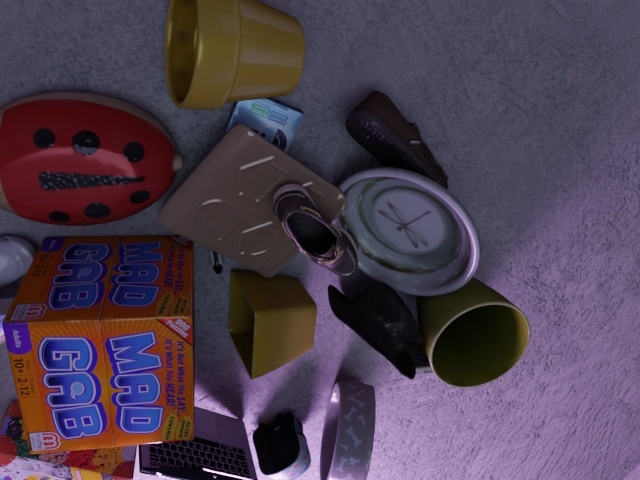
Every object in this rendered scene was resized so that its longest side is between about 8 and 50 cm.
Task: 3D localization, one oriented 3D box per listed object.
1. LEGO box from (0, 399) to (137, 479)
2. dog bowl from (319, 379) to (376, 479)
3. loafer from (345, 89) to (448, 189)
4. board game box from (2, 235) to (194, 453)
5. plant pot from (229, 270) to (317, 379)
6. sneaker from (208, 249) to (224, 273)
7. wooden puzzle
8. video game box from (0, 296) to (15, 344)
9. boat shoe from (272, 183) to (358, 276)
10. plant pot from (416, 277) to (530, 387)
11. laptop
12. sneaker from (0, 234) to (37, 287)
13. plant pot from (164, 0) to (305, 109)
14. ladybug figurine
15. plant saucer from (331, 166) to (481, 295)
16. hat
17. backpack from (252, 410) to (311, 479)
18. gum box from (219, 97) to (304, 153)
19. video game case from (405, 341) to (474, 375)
[{"bbox_3d":[-0.810,0.749,1.612,0.372,0.193,0.500,23,111,-23],"label":"LEGO box"},{"bbox_3d":[0.074,0.584,1.655,0.102,0.349,0.349,12,115,-4],"label":"dog bowl"},{"bbox_3d":[0.214,-0.230,1.349,0.366,0.133,0.130,40,67,-40],"label":"loafer"},{"bbox_3d":[-0.481,0.226,1.309,0.356,0.357,0.356,-1,118,-13],"label":"board game box"},{"bbox_3d":[-0.124,0.209,1.481,0.187,0.212,0.212,-7,120,-23],"label":"plant pot"},{"bbox_3d":[-0.270,0.039,1.439,0.040,0.044,0.109,-12,118,-4],"label":"sneaker"},{"bbox_3d":[-0.160,-0.089,1.341,0.347,0.081,0.322,32,115,-34],"label":"wooden puzzle"},{"bbox_3d":[-0.786,0.203,1.324,0.187,0.205,0.048,-33,84,8],"label":"video game box"},{"bbox_3d":[0.000,0.000,1.339,0.116,0.097,0.324,-30,130,12],"label":"boat shoe"},{"bbox_3d":[0.379,0.201,1.532,0.274,0.293,0.275,-6,120,-10],"label":"plant pot"},{"bbox_3d":[-0.253,0.533,1.467,0.382,0.408,0.236,31,108,-35],"label":"laptop"},{"bbox_3d":[-0.839,0.117,1.252,0.365,0.210,0.137,-18,120,-3],"label":"sneaker"},{"bbox_3d":[-0.170,-0.389,1.126,0.238,0.254,0.254,-1,119,-28],"label":"plant pot"},{"bbox_3d":[-0.529,-0.161,1.201,0.449,0.162,0.305,-6,119,-10],"label":"ladybug figurine"},{"bbox_3d":[0.219,-0.035,1.402,0.400,0.100,0.401,21,139,19],"label":"plant saucer"},{"bbox_3d":[0.173,0.203,1.475,0.331,0.331,0.134,38,102,-27],"label":"hat"},{"bbox_3d":[-0.115,0.662,1.728,0.165,0.188,0.144,-28,120,2],"label":"backpack"},{"bbox_3d":[-0.147,-0.250,1.311,0.156,0.041,0.184,17,113,-22],"label":"gum box"},{"bbox_3d":[0.310,0.345,1.638,0.206,0.227,0.026,-3,97,-12],"label":"video game case"}]
